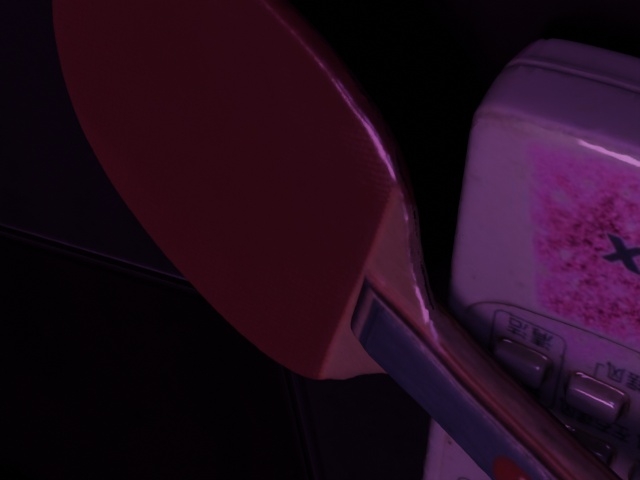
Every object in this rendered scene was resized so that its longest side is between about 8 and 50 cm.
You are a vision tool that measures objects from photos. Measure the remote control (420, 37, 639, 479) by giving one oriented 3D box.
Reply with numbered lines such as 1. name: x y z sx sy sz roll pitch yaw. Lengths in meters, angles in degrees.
1. remote control: 0.103 0.086 0.670 0.145 0.050 0.344 24 141 19

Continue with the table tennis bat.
1. table tennis bat: 0.000 0.000 0.639 0.274 0.021 0.154 46 148 19
